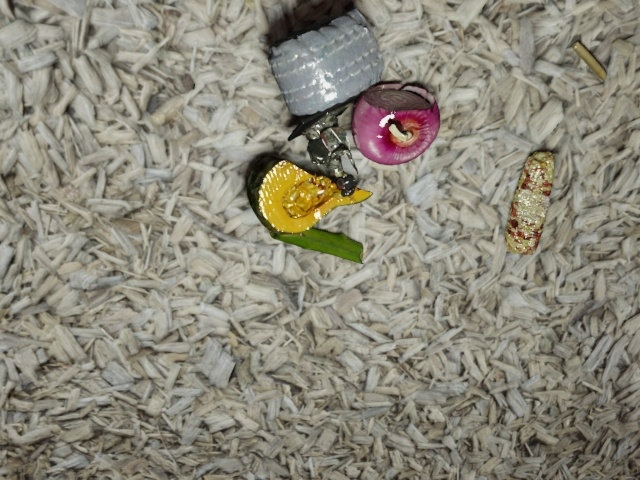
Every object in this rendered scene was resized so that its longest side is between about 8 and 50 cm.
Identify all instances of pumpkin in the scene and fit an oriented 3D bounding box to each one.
[{"bbox_3d":[-0.040,-0.137,1.638,0.281,0.139,0.190,-27,108,-12],"label":"pumpkin"}]

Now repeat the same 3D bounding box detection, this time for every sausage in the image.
[{"bbox_3d":[0.672,-0.445,1.691,0.132,0.024,0.024,35,106,-24],"label":"sausage"}]

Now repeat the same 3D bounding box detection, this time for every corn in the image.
[{"bbox_3d":[0.561,-0.097,1.810,0.098,0.098,0.289,1,117,-12],"label":"corn"}]

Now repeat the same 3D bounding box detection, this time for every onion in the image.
[{"bbox_3d":[0.174,-0.265,1.609,0.207,0.201,0.200,-31,125,-32],"label":"onion"}]

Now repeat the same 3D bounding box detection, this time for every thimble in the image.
[{"bbox_3d":[0.011,-0.390,1.483,0.236,0.205,0.172,-21,113,2],"label":"thimble"}]

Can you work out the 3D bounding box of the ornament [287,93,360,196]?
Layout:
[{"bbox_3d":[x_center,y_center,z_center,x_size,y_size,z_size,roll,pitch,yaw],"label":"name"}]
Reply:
[{"bbox_3d":[0.044,-0.199,1.557,0.153,0.166,0.196,-28,91,-15],"label":"ornament"}]

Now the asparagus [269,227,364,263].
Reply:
[{"bbox_3d":[0.000,0.001,1.769,0.278,0.060,0.067,15,103,-19],"label":"asparagus"}]
